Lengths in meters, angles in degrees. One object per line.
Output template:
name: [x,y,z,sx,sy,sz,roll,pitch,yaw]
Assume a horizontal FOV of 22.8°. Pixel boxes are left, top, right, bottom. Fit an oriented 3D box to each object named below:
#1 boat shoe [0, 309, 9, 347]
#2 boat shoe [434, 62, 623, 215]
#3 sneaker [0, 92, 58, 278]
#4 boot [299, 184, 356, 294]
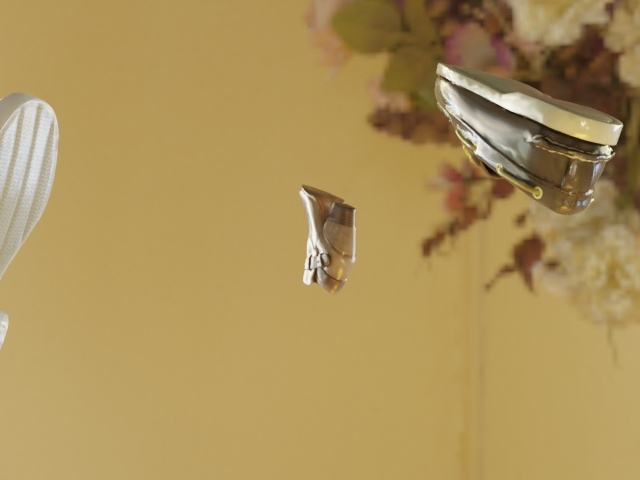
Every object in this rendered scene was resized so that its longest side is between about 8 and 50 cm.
boat shoe: [-0.350,0.118,1.443,0.076,0.226,0.083,23,-136,-14]
boat shoe: [0.131,-0.076,1.110,0.081,0.068,0.228,11,-169,-19]
sneaker: [-0.296,-0.005,1.264,0.091,0.258,0.094,26,-178,32]
boot: [0.000,0.000,1.521,0.042,0.087,0.118,9,-169,-24]
